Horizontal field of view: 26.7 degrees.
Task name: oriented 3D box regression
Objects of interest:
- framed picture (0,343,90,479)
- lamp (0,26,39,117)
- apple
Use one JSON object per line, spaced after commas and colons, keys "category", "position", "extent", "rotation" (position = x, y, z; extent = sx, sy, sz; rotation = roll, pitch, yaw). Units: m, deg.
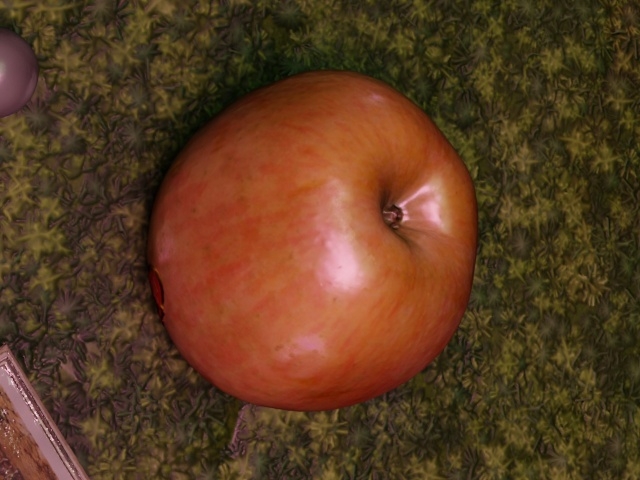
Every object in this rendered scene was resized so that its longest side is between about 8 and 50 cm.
{"category": "framed picture", "position": [-0.361, 0.282, 1.491], "extent": [0.217, 0.017, 0.274], "rotation": [-38, 104, -32]}
{"category": "lamp", "position": [-0.365, -0.185, 1.495], "extent": [0.105, 0.105, 0.105], "rotation": [3, 84, -31]}
{"category": "apple", "position": [0.000, 0.000, 1.557], "extent": [0.391, 0.346, 0.391], "rotation": [7, 77, -34]}
